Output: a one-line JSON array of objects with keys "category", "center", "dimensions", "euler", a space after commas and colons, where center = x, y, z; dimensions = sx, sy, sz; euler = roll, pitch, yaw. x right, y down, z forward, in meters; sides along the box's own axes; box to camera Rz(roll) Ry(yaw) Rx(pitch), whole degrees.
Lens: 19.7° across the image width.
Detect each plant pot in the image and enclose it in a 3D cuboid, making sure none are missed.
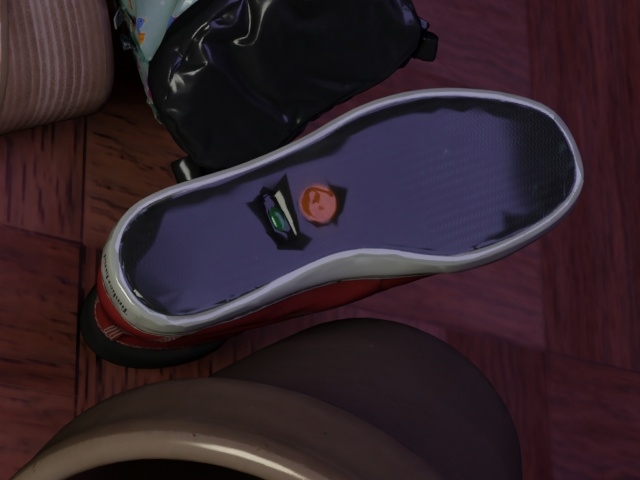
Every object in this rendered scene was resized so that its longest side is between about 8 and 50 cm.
[{"category": "plant pot", "center": [-0.003, 0.152, 0.866], "dimensions": [0.263, 0.263, 0.229], "euler": [56, 30, -8]}]

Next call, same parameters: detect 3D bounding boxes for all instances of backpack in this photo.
[{"category": "backpack", "center": [-0.040, -0.127, 0.957], "dimensions": [0.152, 0.182, 0.115], "euler": [-28, 123, -3]}]

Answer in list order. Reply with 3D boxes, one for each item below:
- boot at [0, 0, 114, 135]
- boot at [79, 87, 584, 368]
[{"category": "boot", "center": [-0.232, -0.176, 0.891], "dimensions": [0.220, 0.109, 0.283], "euler": [-8, 86, -37]}, {"category": "boot", "center": [0.000, 0.000, 0.929], "dimensions": [0.244, 0.176, 0.088], "euler": [-16, 80, -15]}]
